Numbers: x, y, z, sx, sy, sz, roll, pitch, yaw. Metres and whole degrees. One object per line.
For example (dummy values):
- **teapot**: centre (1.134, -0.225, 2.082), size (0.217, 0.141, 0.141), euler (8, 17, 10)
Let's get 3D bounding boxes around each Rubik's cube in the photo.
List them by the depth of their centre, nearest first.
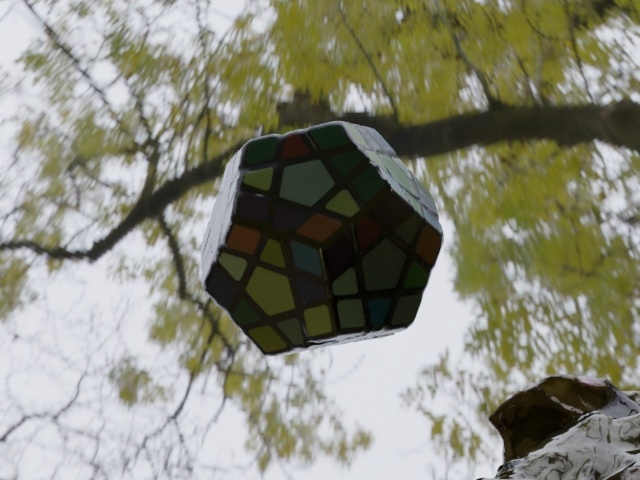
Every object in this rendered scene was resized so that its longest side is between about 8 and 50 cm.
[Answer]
- **Rubik's cube**: centre (0.000, 0.000, 0.860), size (0.133, 0.133, 0.111), euler (-11, -98, 4)

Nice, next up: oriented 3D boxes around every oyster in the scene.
- **oyster**: centre (0.169, 0.122, 0.710), size (0.361, 0.096, 0.221), euler (1, -40, -32)
